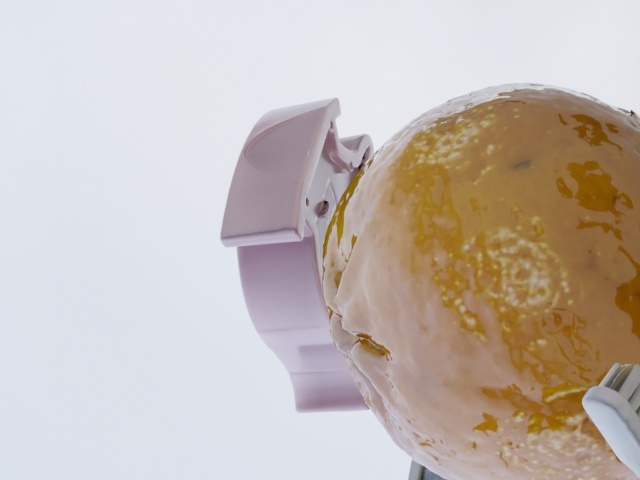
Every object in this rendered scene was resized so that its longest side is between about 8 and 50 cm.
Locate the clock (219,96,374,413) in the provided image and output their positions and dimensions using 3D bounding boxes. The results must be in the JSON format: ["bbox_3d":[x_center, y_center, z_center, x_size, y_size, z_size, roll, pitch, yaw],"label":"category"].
[{"bbox_3d":[0.000,0.000,1.300,0.290,0.080,0.275,-75,-27,-50],"label":"clock"}]

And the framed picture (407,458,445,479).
[{"bbox_3d":[0.220,0.386,1.514,0.324,0.240,0.020,21,-163,36],"label":"framed picture"}]

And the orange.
[{"bbox_3d":[0.153,0.046,1.052,0.293,0.340,0.340,-17,-118,-11],"label":"orange"}]

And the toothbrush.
[{"bbox_3d":[0.215,0.187,0.635,0.030,0.025,0.342,-47,-65,-26],"label":"toothbrush"}]
